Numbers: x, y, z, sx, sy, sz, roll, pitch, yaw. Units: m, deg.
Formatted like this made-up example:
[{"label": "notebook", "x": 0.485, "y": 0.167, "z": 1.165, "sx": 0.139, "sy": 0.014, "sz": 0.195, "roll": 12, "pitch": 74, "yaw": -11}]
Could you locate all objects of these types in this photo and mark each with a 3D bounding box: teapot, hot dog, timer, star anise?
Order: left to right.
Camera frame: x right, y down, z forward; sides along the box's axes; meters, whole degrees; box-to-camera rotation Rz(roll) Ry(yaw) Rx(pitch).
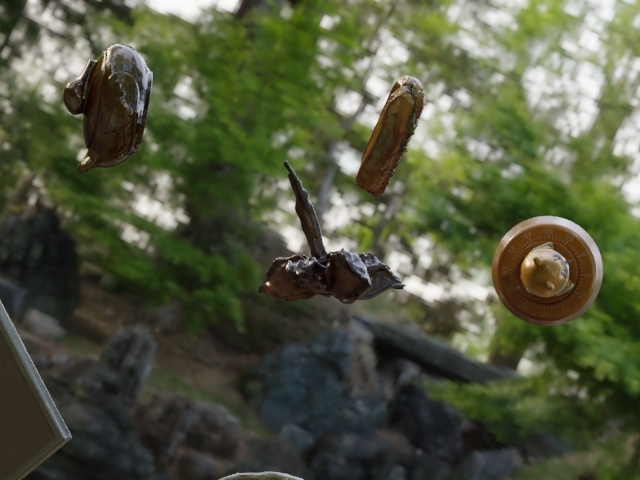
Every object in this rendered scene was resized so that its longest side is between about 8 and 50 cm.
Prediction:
[{"label": "teapot", "x": -0.206, "y": -0.125, "z": 1.427, "sx": 0.078, "sy": 0.129, "sz": 0.098, "roll": 10, "pitch": -1, "yaw": -14}, {"label": "star anise", "x": 0.003, "y": -0.001, "z": 1.570, "sx": 0.158, "sy": 0.144, "sz": 0.140, "roll": -2, "pitch": -8, "yaw": 9}, {"label": "hot dog", "x": 0.069, "y": -0.098, "z": 1.468, "sx": 0.038, "sy": 0.062, "sz": 0.144, "roll": 20, "pitch": -45, "yaw": -3}, {"label": "timer", "x": 0.260, "y": 0.037, "z": 1.733, "sx": 0.132, "sy": 0.132, "sz": 0.152, "roll": 25, "pitch": 4, "yaw": 8}]

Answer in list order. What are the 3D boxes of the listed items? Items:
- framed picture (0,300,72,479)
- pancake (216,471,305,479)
[{"label": "framed picture", "x": -0.430, "y": 0.166, "z": 1.826, "sx": 0.016, "sy": 0.213, "sz": 0.289, "roll": -9, "pitch": 64, "yaw": -55}, {"label": "pancake", "x": -0.061, "y": 0.360, "z": 1.576, "sx": 0.250, "sy": 0.250, "sz": 0.031, "roll": 28, "pitch": -10, "yaw": -21}]
